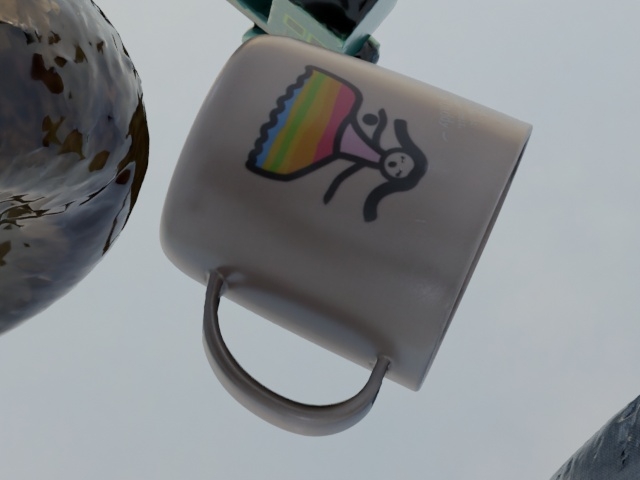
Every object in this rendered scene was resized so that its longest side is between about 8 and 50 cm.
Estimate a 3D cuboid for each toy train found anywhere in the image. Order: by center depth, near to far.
[{"bbox_3d":[-0.066,-0.246,1.590,0.120,0.298,0.194,-50,176,-14],"label":"toy train"}]

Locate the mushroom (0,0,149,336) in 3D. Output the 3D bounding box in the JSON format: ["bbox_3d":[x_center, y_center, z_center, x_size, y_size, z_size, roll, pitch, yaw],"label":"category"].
[{"bbox_3d":[-0.234,0.033,0.906,0.334,0.331,0.356,-42,-131,44],"label":"mushroom"}]

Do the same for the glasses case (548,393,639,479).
[{"bbox_3d":[0.193,0.125,1.065,0.282,0.067,0.109,-45,-160,38],"label":"glasses case"}]

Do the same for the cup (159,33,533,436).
[{"bbox_3d":[0.000,0.000,1.300,0.200,0.191,0.253,23,-111,5],"label":"cup"}]
